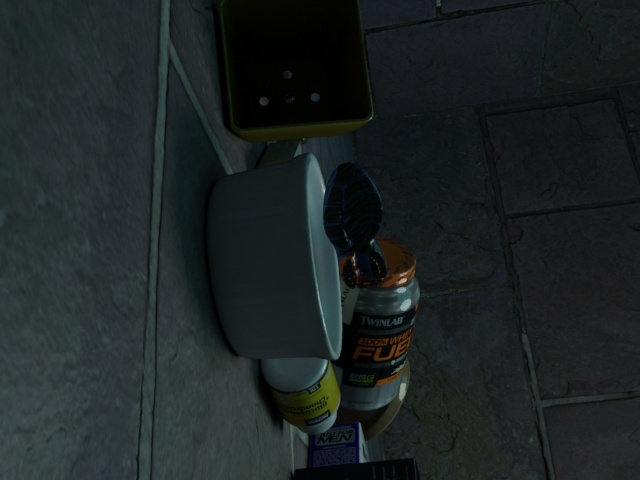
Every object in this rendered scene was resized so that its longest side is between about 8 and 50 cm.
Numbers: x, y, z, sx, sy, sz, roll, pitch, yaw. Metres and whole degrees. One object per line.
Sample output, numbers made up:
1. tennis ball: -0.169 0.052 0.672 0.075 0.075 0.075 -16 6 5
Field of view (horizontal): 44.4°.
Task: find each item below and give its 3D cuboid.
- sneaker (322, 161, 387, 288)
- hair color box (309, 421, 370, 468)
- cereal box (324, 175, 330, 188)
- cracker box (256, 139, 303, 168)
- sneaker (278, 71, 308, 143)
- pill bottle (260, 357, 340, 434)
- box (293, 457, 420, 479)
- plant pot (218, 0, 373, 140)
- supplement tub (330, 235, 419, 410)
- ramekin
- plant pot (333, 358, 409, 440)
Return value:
1. sneaker: 0.039 -0.026 1.081 0.221 0.083 0.087 83 -9 -48
2. hair color box: 0.041 0.523 1.434 0.339 0.110 0.185 -84 164 -57
3. cereal box: 0.000 0.000 1.472 0.173 0.047 0.240 -95 -159 -86
4. cracker box: -0.062 -0.077 1.399 0.232 0.067 0.156 -78 161 -68
5. sneaker: -0.057 -0.273 1.577 0.227 0.087 0.130 80 -1 -68
6. pill bottle: -0.025 0.229 1.222 0.184 0.103 0.103 74 11 -49
7. box: 0.062 0.450 1.260 0.153 0.207 0.108 -86 167 -54
8. plant pot: -0.046 -0.256 1.254 0.187 0.212 0.212 120 -36 -79
9. supplement tub: 0.087 0.161 1.553 0.194 0.193 0.316 -85 -178 -61
10. ramekin: -0.056 0.028 1.053 0.277 0.135 0.277 -7 90 -83
11. plant pot: 0.080 0.318 1.752 0.109 0.237 0.237 33 33 -25
